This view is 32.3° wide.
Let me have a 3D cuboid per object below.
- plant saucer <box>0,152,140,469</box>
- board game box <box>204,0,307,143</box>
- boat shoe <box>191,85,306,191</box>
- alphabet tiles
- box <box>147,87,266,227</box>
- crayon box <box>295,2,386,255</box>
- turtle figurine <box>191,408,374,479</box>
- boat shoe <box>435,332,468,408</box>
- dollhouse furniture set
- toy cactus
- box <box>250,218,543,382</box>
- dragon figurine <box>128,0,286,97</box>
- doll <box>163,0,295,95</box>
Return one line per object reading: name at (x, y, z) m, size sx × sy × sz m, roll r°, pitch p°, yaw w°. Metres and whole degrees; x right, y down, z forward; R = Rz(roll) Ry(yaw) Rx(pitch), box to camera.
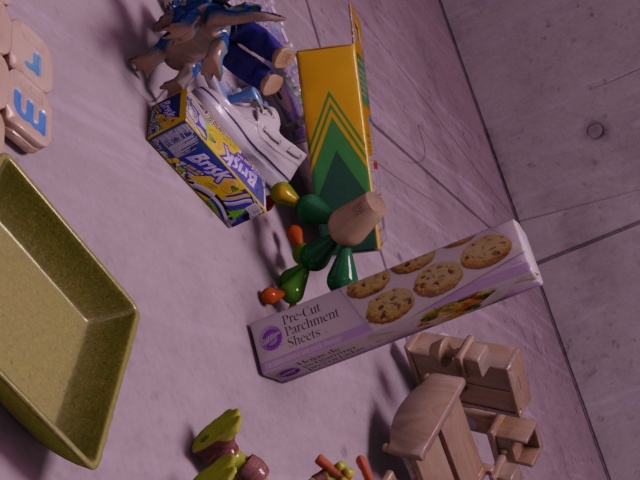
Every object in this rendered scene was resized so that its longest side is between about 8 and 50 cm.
plant saucer at (-0.223, 0.057, 0.842) m, size 0.188 × 0.045 × 0.188 m, roll 55°, pitch 22°, yaw -30°
board game box at (-0.106, -0.326, 1.601) m, size 0.390 × 0.050 × 0.390 m, roll 66°, pitch 19°, yaw -1°
boat shoe at (-0.087, -0.140, 1.362) m, size 0.083 × 0.076 × 0.226 m, roll 42°, pitch -3°, yaw 29°
alphabet tiles at (-0.321, -0.196, 0.911) m, size 0.284 × 0.021 × 0.278 m, roll 46°, pitch 25°, yaw -46°
box at (-0.127, -0.092, 1.264) m, size 0.169 × 0.054 × 0.059 m, roll 50°, pitch 25°, yaw -41°
crayon box at (0.029, -0.149, 1.527) m, size 0.203 × 0.083 × 0.323 m, roll -33°, pitch 117°, yaw -83°
turtle figurine at (-0.036, 0.262, 1.047) m, size 0.217 × 0.087 × 0.270 m, roll 50°, pitch 32°, yaw -22°
boat shoe at (0.222, 0.223, 1.848) m, size 0.142 × 0.049 × 0.040 m, roll 68°, pitch 19°, yaw -3°
dollhouse furniture set at (0.148, 0.309, 1.566) m, size 0.355 × 0.173 × 0.303 m, roll -52°, pitch 135°, yaw -36°
toy cactus at (0.000, 0.000, 1.332) m, size 0.112 × 0.180 × 0.219 m, roll 15°, pitch 46°, yaw -41°
box at (0.081, 0.071, 1.215) m, size 0.063 × 0.323 × 0.067 m, roll 36°, pitch 35°, yaw -61°
dragon figurine at (-0.124, -0.247, 1.230) m, size 0.085 × 0.289 × 0.144 m, roll 36°, pitch 59°, yaw -19°
doll at (-0.118, -0.262, 1.371) m, size 0.189 × 0.129 × 0.046 m, roll 35°, pitch 25°, yaw 19°
